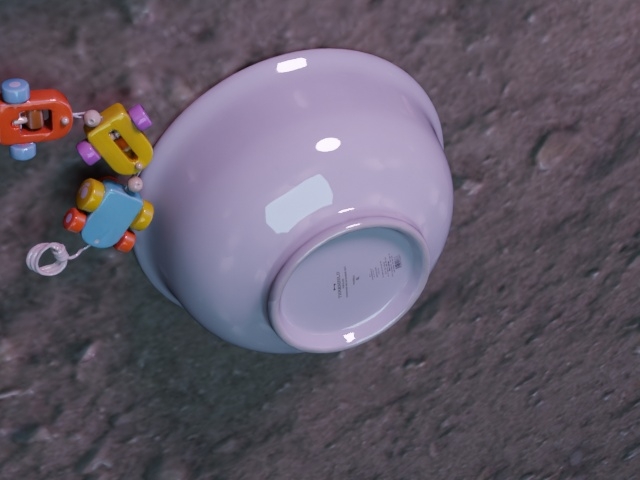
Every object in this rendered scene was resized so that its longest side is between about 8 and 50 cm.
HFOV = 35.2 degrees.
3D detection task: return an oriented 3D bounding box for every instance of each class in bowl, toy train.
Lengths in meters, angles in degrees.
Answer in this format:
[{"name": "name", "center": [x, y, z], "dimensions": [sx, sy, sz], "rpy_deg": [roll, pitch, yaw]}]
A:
[{"name": "bowl", "center": [0.000, 0.000, 0.851], "dimensions": [0.297, 0.134, 0.298], "rpy_deg": [-16, 136, -16]}, {"name": "toy train", "center": [-0.188, -0.056, 0.756], "dimensions": [0.125, 0.046, 0.166], "rpy_deg": [-13, 131, -18]}]
